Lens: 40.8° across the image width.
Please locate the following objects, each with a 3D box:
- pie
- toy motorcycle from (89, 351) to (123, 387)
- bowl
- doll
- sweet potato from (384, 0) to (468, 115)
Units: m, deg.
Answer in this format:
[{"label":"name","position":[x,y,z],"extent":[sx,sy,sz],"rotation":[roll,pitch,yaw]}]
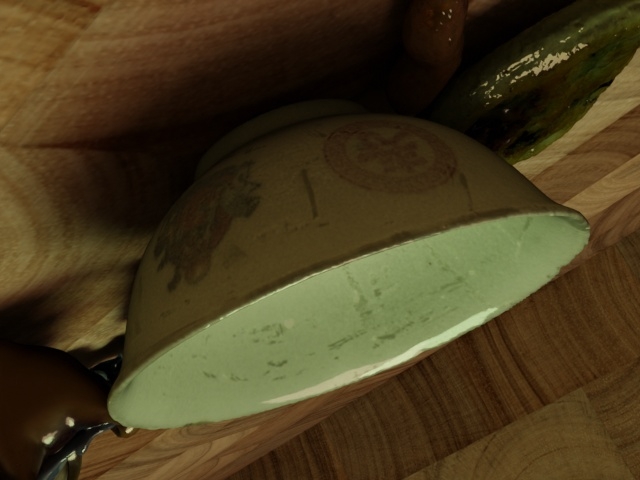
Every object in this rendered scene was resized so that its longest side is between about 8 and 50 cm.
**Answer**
[{"label":"pie","position":[0.215,-0.150,0.880],"extent":[0.323,0.070,0.323],"rotation":[-31,168,-7]},{"label":"toy motorcycle","position":[-0.242,0.183,1.176],"extent":[0.255,0.092,0.135],"rotation":[-13,159,-32]},{"label":"bowl","position":[0.000,0.000,0.780],"extent":[0.435,0.195,0.435],"rotation":[-18,160,-7]},{"label":"doll","position":[-0.336,0.232,0.934],"extent":[0.318,0.209,0.339],"rotation":[-3,157,-23]},{"label":"sweet potato","position":[0.092,-0.164,0.714],"extent":[0.065,0.051,0.218],"rotation":[-38,166,-17]}]
